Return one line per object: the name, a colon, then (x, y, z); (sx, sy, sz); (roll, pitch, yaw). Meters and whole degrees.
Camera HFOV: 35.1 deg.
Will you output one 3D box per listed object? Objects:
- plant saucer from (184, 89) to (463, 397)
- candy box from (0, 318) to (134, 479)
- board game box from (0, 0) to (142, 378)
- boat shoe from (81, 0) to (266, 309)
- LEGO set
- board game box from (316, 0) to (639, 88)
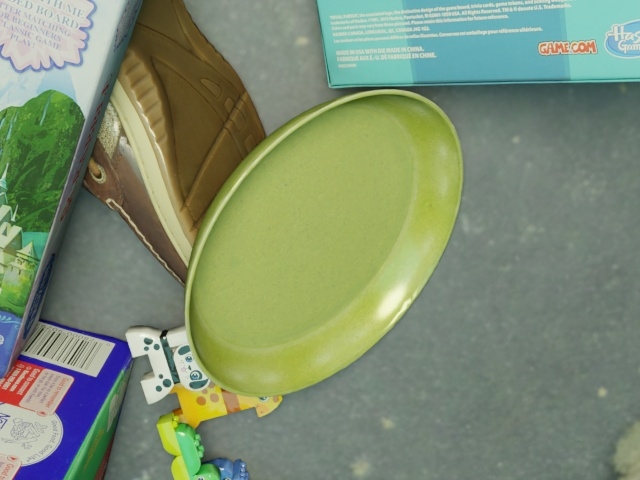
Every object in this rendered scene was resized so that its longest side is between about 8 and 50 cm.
plant saucer: (0.000, 0.000, 0.698); (0.241, 0.037, 0.241); (-27, 137, -29)
candy box: (-0.245, 0.250, 0.720); (0.122, 0.268, 0.317); (18, 109, -3)
board game box: (-0.291, -0.099, 0.598); (0.318, 0.066, 0.318); (22, 123, -6)
boat shoe: (-0.139, -0.092, 0.698); (0.123, 0.123, 0.342); (-7, 124, 34)
LEGO set: (-0.068, 0.154, 0.789); (0.093, 0.087, 0.227); (-15, 102, 1)
board game box: (0.095, -0.260, 0.574); (0.253, 0.079, 0.336); (7, 115, 41)
